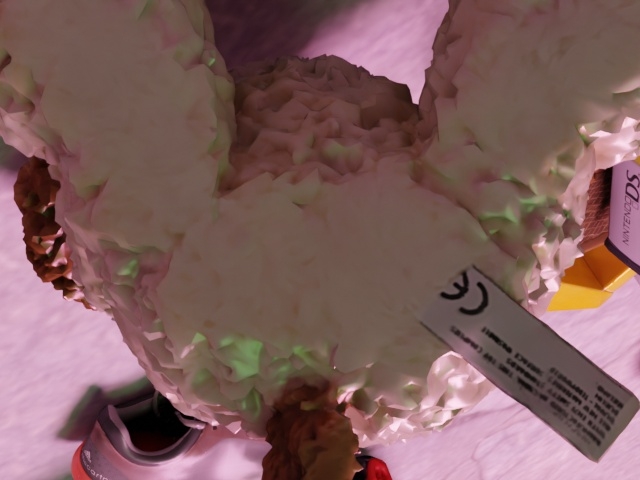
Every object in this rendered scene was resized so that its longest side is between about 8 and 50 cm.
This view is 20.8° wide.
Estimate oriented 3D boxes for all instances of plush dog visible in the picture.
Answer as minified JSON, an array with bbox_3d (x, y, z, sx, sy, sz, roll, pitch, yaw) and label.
[{"bbox_3d":[0.000,0.000,0.617,0.262,0.211,0.225,0,180,0],"label":"plush dog"}]

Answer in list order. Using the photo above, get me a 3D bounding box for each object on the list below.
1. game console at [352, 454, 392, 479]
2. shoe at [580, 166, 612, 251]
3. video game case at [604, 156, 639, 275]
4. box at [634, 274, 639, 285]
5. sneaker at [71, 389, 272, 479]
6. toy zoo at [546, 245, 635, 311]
[{"bbox_3d":[-0.110,0.264,1.039,0.386,0.060,0.342,-33,159,-4],"label":"game console"},{"bbox_3d":[0.150,-0.033,0.808,0.219,0.058,0.077,-4,121,-44],"label":"shoe"},{"bbox_3d":[0.220,-0.138,0.691,0.275,0.035,0.248,-39,149,-19],"label":"video game case"},{"bbox_3d":[0.290,0.060,0.990,0.103,0.203,0.114,-2,143,-40],"label":"box"},{"bbox_3d":[-0.046,0.094,0.883,0.158,0.061,0.065,-13,141,-31],"label":"sneaker"},{"bbox_3d":[0.157,-0.046,0.875,0.293,0.030,0.192,-44,149,25],"label":"toy zoo"}]
